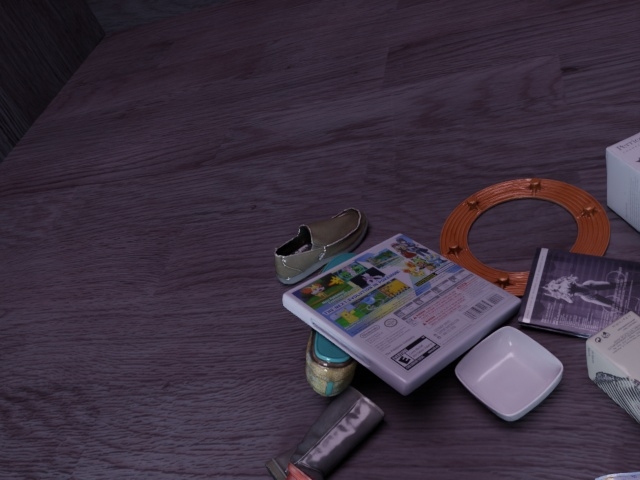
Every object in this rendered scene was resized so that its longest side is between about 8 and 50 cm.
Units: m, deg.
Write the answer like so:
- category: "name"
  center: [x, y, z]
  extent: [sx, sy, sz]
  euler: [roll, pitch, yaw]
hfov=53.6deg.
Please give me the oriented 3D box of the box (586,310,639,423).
- category: "box"
  center: [0.516, 0.235, 0.910]
  extent: [0.094, 0.113, 0.275]
  euler: [-31, 39, -6]

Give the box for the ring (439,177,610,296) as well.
- category: "ring"
  center: [0.409, -0.022, 1.299]
  extent: [0.337, 0.032, 0.336]
  euler: [-13, 42, 12]

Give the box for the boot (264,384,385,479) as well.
- category: "boot"
  center: [0.030, 0.359, 1.057]
  extent: [0.208, 0.076, 0.189]
  euler: [-33, 43, -20]

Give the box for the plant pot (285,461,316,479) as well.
- category: "plant pot"
  center: [-0.008, 0.477, 0.807]
  extent: [0.272, 0.272, 0.265]
  euler: [23, 68, 41]

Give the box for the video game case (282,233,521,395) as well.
- category: "video game case"
  center: [0.150, 0.115, 1.162]
  extent: [0.329, 0.036, 0.300]
  euler: [-26, 43, -36]

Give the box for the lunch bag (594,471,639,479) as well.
- category: "lunch bag"
  center: [0.424, 0.359, 0.867]
  extent: [0.083, 0.053, 0.071]
  euler: [-7, 45, 6]

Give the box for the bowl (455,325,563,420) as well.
- category: "bowl"
  center: [0.315, 0.228, 1.059]
  extent: [0.142, 0.053, 0.142]
  euler: [-35, 41, -13]

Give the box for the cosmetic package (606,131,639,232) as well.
- category: "cosmetic package"
  center: [0.650, -0.103, 1.173]
  extent: [0.151, 0.151, 0.183]
  euler: [-25, 40, -2]

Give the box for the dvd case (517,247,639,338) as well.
- category: "dvd case"
  center: [0.478, 0.097, 1.122]
  extent: [0.221, 0.018, 0.164]
  euler: [9, 59, 27]

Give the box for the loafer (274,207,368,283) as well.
- category: "loafer"
  center: [0.000, 0.000, 1.431]
  extent: [0.251, 0.087, 0.094]
  euler: [-36, 42, -14]

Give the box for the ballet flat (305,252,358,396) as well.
- category: "ballet flat"
  center: [0.031, 0.158, 1.221]
  extent: [0.123, 0.123, 0.348]
  euler: [-11, 30, 15]
